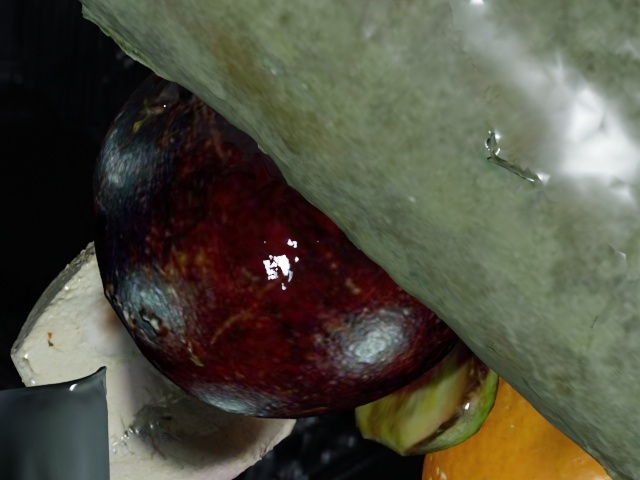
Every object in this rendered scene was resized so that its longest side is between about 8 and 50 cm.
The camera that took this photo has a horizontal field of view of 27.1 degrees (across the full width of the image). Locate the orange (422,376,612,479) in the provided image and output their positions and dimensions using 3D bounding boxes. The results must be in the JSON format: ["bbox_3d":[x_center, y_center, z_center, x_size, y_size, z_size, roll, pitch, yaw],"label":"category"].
[{"bbox_3d":[0.316,0.280,1.409,0.424,0.423,0.326,4,-156,-11],"label":"orange"}]

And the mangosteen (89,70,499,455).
[{"bbox_3d":[-0.007,-0.010,0.939,0.330,0.330,0.330,7,-156,-3],"label":"mangosteen"}]

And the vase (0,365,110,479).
[{"bbox_3d":[-0.219,0.244,0.933,0.156,0.300,0.251,-19,164,30],"label":"vase"}]

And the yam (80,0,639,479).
[{"bbox_3d":[0.078,-0.059,0.437,0.300,0.195,0.195,41,-151,3],"label":"yam"}]

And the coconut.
[{"bbox_3d":[-0.159,0.127,1.404,0.297,0.254,0.297,-4,-116,9],"label":"coconut"}]
